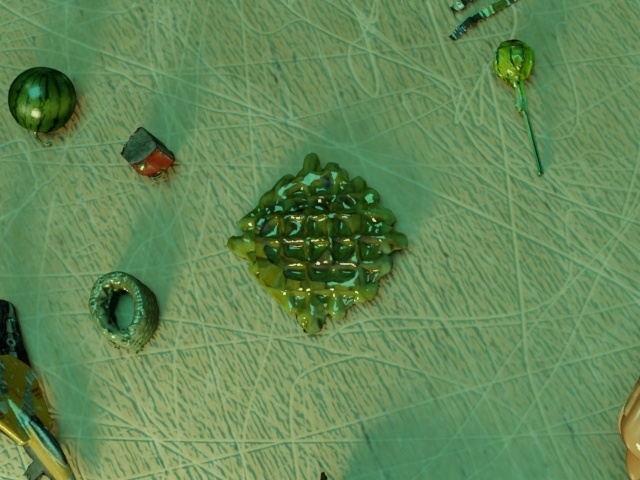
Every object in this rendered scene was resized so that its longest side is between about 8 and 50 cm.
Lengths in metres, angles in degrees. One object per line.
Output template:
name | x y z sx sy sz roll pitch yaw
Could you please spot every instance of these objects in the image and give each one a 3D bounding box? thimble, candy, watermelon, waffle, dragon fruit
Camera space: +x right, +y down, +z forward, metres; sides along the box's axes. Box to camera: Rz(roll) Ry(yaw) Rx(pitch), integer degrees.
thimble | -0.269 0.099 1.645 0.084 0.062 0.110 -16 69 10
candy | 0.279 -0.182 1.631 0.058 0.062 0.194 -13 79 4
watermelon | -0.410 -0.203 1.757 0.109 0.109 0.109 -4 72 11
waffle | 0.000 -0.001 1.625 0.204 0.054 0.223 -42 68 -4
dragon fruit | -0.244 -0.118 1.714 0.056 0.060 0.083 -49 43 1

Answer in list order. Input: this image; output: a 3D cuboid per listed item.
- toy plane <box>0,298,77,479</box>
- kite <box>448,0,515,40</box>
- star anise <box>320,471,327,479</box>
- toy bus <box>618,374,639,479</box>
toy plane | -0.422 0.226 1.615 0.103 0.204 0.316 -35 85 35
kite | 0.285 -0.416 1.723 0.310 0.015 0.169 -30 69 -1
star anise | -0.007 0.422 1.449 0.346 0.148 0.237 -35 47 2
toy bus | 0.444 0.195 1.363 0.194 0.287 0.232 37 99 16
